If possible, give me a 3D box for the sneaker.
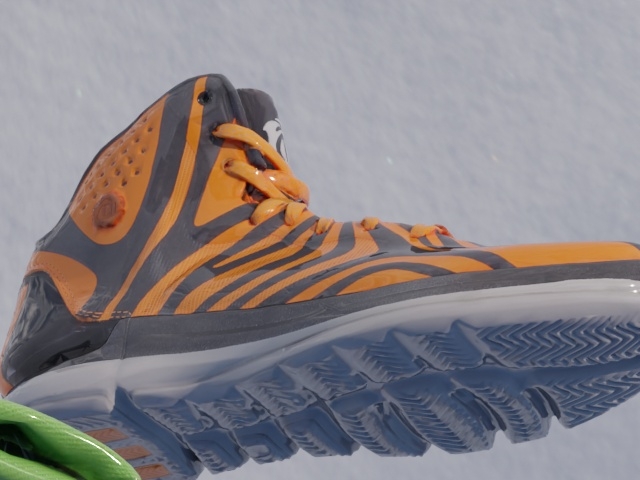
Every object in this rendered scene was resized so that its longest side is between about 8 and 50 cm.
[{"bbox_3d":[0.000,0.000,0.815,0.321,0.180,0.124,-8,147,17],"label":"sneaker"}]

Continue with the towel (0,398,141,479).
[{"bbox_3d":[-0.108,0.030,0.372,0.113,0.152,0.023,22,75,-22],"label":"towel"}]
